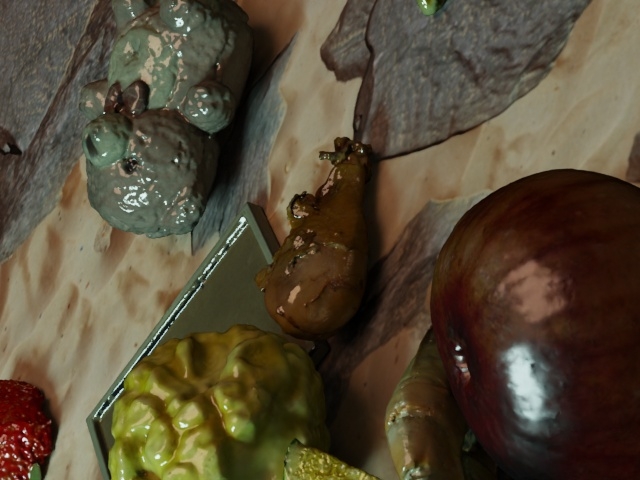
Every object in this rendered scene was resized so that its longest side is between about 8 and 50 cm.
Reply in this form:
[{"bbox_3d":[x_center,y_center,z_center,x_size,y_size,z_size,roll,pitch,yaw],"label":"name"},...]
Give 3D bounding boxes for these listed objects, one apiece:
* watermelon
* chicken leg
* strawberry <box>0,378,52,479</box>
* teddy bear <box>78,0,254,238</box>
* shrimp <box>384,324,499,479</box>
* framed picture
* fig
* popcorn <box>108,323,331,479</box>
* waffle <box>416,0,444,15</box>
[{"bbox_3d":[0.044,0.239,1.407,0.181,0.075,0.092,22,75,23],"label":"watermelon"},{"bbox_3d":[0.003,0.000,1.625,0.101,0.085,0.207,-33,37,55],"label":"chicken leg"},{"bbox_3d":[-0.358,0.217,2.001,0.146,0.082,0.187,-42,37,22],"label":"strawberry"},{"bbox_3d":[-0.167,-0.138,1.866,0.236,0.151,0.267,13,78,49],"label":"teddy bear"},{"bbox_3d":[0.104,0.137,1.371,0.061,0.145,0.267,-27,24,19],"label":"shrimp"},{"bbox_3d":[-0.121,0.145,1.756,0.315,0.024,0.232,-51,37,21],"label":"framed picture"},{"bbox_3d":[0.183,0.063,1.244,0.235,0.214,0.235,16,110,49],"label":"fig"},{"bbox_3d":[-0.081,0.184,1.530,0.181,0.216,0.235,-3,31,16],"label":"popcorn"},{"bbox_3d":[0.097,-0.339,1.654,0.214,0.054,0.208,62,146,39],"label":"waffle"}]
